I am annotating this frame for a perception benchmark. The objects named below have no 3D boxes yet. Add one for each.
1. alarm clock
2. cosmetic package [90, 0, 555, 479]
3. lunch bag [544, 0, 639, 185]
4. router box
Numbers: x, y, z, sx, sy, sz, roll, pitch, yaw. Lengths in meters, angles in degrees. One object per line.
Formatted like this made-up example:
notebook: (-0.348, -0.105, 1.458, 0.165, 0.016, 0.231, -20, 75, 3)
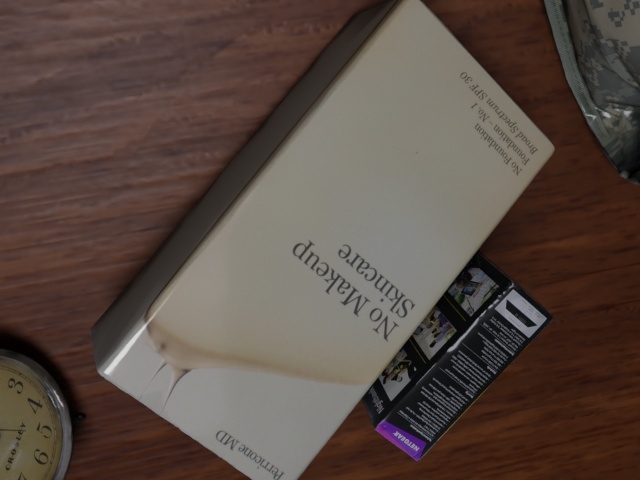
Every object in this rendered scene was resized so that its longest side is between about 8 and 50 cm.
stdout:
alarm clock: (-0.263, 0.137, 0.546, 0.064, 0.129, 0.192, -17, 133, 26)
cosmetic package: (0.000, 0.000, 0.534, 0.160, 0.113, 0.309, 40, 84, -19)
lunch bag: (0.293, -0.200, 0.532, 0.235, 0.169, 0.287, -32, 119, -3)
router box: (0.079, 0.060, 0.565, 0.046, 0.179, 0.133, 40, 98, -18)
